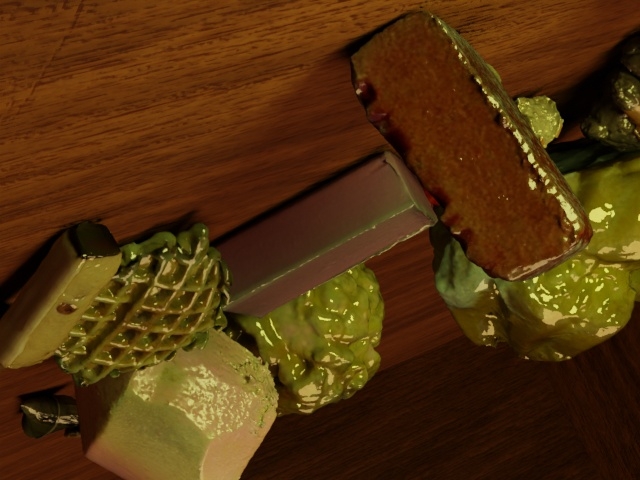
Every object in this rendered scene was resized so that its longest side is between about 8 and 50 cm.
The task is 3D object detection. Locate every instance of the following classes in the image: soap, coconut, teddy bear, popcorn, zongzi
[{"bbox_3d":[-0.001,-0.002,1.474,0.259,0.081,0.181,-28,168,11],"label":"soap"},{"bbox_3d":[-0.193,0.196,1.566,0.233,0.245,0.233,-53,-170,14],"label":"coconut"},{"bbox_3d":[0.404,-0.175,1.508,0.177,0.140,0.190,-22,176,-37],"label":"teddy bear"},{"bbox_3d":[-0.027,0.130,1.706,0.259,0.212,0.259,-33,169,-7],"label":"popcorn"},{"bbox_3d":[-0.410,0.248,1.768,0.104,0.052,0.113,-27,157,32],"label":"zongzi"}]

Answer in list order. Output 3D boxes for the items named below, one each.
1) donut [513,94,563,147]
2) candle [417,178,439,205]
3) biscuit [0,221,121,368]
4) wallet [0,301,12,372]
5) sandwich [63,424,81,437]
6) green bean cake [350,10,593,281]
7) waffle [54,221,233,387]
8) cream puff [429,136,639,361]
[{"bbox_3d":[0.196,-0.116,1.446,0.166,0.065,0.108,-14,164,-46],"label":"donut"},{"bbox_3d":[0.155,-0.079,1.556,0.052,0.052,0.130,-20,168,-29],"label":"candle"},{"bbox_3d":[-0.253,0.055,1.182,0.056,0.052,0.188,-13,151,-49],"label":"biscuit"},{"bbox_3d":[-0.375,0.114,1.269,0.161,0.042,0.195,-34,164,1],"label":"wallet"},{"bbox_3d":[-0.272,0.232,1.947,0.212,0.063,0.245,-12,160,-47],"label":"sandwich"},{"bbox_3d":[0.135,-0.073,1.089,0.097,0.233,0.198,-34,171,16],"label":"green bean cake"},{"bbox_3d":[-0.193,0.072,1.325,0.214,0.054,0.208,-20,148,-8],"label":"waffle"},{"bbox_3d":[0.322,0.020,1.655,0.378,0.275,0.378,-13,-170,3],"label":"cream puff"}]
